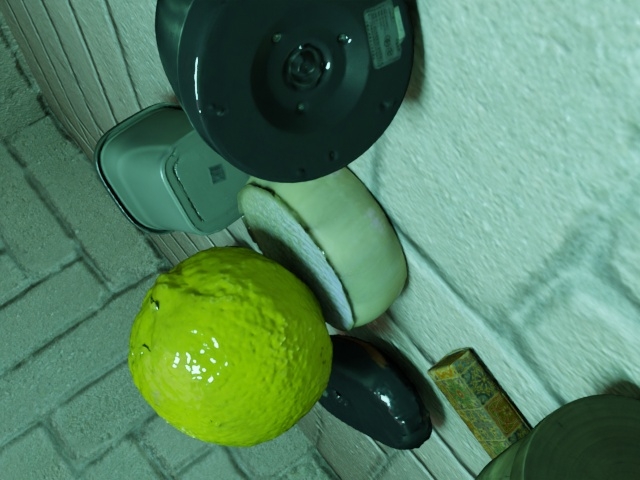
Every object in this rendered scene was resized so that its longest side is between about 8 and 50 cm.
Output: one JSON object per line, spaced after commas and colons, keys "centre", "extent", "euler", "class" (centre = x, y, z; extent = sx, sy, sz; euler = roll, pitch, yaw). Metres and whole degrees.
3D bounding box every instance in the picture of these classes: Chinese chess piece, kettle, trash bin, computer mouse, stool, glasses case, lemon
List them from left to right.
{"centre": [-0.245, -0.124, 1.268], "extent": [0.250, 0.220, 0.219], "euler": [14, 138, 54], "class": "trash bin"}
{"centre": [-0.115, 0.151, 0.981], "extent": [0.268, 0.268, 0.322], "euler": [35, 174, 46], "class": "lemon"}
{"centre": [-0.075, -0.214, 0.665], "extent": [0.271, 0.207, 0.250], "euler": [46, 169, 49], "class": "kettle"}
{"centre": [0.000, 0.000, 1.001], "extent": [0.270, 0.112, 0.270], "euler": [46, 161, 21], "class": "Chinese chess piece"}
{"centre": [0.083, 0.255, 1.256], "extent": [0.323, 0.116, 0.182], "euler": [14, 136, 54], "class": "computer mouse"}
{"centre": [0.237, 0.246, 0.945], "extent": [0.218, 0.049, 0.075], "euler": [53, 156, 3], "class": "glasses case"}
{"centre": [0.262, 0.279, 0.728], "extent": [0.179, 0.179, 0.264], "euler": [48, 161, 21], "class": "stool"}

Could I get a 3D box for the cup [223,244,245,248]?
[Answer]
{"centre": [-0.192, 0.147, 1.653], "extent": [0.257, 0.219, 0.290], "euler": [56, -165, -2], "class": "cup"}
